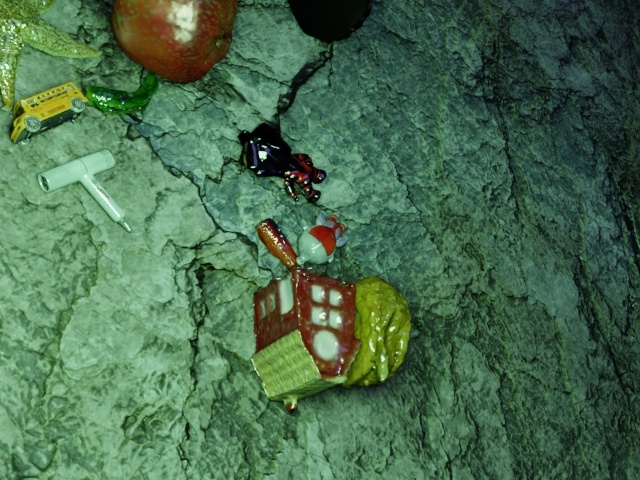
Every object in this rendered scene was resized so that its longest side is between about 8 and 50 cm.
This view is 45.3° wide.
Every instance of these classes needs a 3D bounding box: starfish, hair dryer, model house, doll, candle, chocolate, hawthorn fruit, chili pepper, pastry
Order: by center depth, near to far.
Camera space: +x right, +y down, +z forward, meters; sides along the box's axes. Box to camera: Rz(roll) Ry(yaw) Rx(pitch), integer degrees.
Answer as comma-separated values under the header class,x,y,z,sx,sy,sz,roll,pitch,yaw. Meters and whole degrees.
class,x,y,z,sx,sy,sz,roll,pitch,yaw
hair dryer,-0.439,-0.077,1.499,0.155,0.044,0.183,-30,90,-39
starfish,-0.624,-0.448,1.529,0.347,0.078,0.358,36,51,-13
model house,-0.030,0.208,1.551,0.160,0.196,0.254,13,62,-33
chili pepper,-0.412,-0.306,1.624,0.182,0.050,0.073,-23,74,-43
pastry,0.102,0.195,1.630,0.132,0.235,0.240,14,70,-35
hawthorn fruit,-0.322,-0.481,1.632,0.300,0.275,0.275,16,59,-21
candle,-0.086,0.021,1.710,0.162,0.053,0.048,53,4,-9
doll,0.000,0.000,1.753,0.102,0.075,0.227,48,37,-5
doll,-0.095,-0.179,1.776,0.249,0.088,0.127,29,33,-33
chocolate,0.054,-0.642,2.060,0.224,0.206,0.177,25,25,19

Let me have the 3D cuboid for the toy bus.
class,x,y,z,sx,sy,sz,roll,pitch,yaw
toy bus,-0.536,-0.248,1.490,0.074,0.069,0.162,53,47,-1
